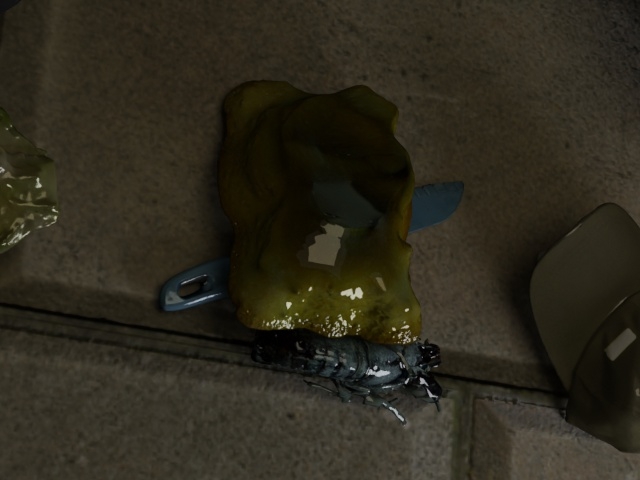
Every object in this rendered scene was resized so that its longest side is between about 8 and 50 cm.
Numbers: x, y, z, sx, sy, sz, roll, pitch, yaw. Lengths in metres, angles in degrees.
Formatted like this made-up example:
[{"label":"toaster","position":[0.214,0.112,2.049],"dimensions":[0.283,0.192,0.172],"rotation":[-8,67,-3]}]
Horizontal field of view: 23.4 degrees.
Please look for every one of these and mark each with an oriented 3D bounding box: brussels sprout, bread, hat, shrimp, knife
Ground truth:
[{"label":"brussels sprout","position":[-0.280,-0.042,1.089],"dimensions":[0.181,0.100,0.139],"rotation":[9,86,-27]},{"label":"bread","position":[0.005,-0.035,1.218],"dimensions":[0.161,0.088,0.233],"rotation":[11,52,-28]},{"label":"hat","position":[0.271,0.070,1.310],"dimensions":[0.166,0.144,0.173],"rotation":[-39,132,-17]},{"label":"shrimp","position":[0.031,0.104,1.233],"dimensions":[0.174,0.076,0.082],"rotation":[12,96,-25]},{"label":"knife","position":[0.000,0.000,1.272],"dimensions":[0.313,0.019,0.044],"rotation":[-18,85,-31]}]

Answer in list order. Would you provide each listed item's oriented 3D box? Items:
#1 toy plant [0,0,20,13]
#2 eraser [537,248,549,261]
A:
[{"label":"toy plant","position":[-0.316,-0.353,1.091],"dimensions":[0.280,0.185,0.400],"rotation":[-10,75,-8]},{"label":"eraser","position":[0.248,0.046,1.381],"dimensions":[0.122,0.029,0.052],"rotation":[16,72,-24]}]
